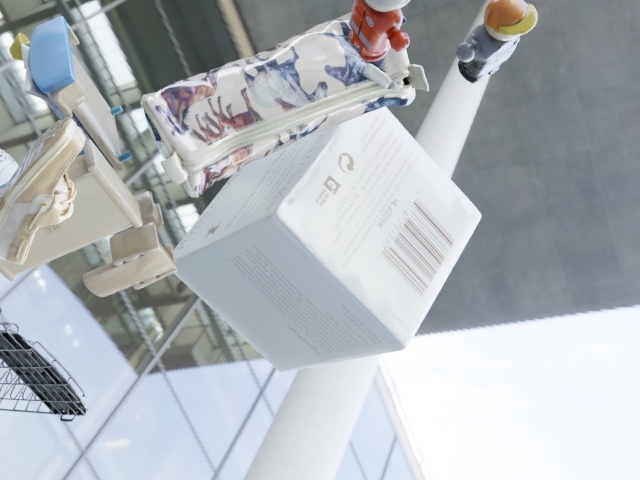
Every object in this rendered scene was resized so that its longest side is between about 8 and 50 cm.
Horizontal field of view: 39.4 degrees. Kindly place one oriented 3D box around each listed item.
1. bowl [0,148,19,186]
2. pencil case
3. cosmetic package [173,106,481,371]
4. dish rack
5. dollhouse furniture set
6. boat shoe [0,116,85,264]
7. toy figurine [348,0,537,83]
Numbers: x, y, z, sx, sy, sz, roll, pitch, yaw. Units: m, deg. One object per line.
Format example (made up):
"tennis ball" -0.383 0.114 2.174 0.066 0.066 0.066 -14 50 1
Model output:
"bowl" -0.501 -0.072 1.378 0.080 0.170 0.170 8 -58 3
"pencil case" -0.057 -0.203 1.298 0.410 0.183 0.160 -25 -63 -13
"cosmetic package" 0.000 0.000 1.616 0.327 0.329 0.393 45 -34 -17
"dish rack" -0.437 0.158 1.192 0.271 0.074 0.208 -2 -43 28
"dollhouse furniture set" -0.373 -0.106 1.272 0.198 0.303 0.286 -22 -37 3
"boat shoe" -0.245 -0.039 0.787 0.059 0.063 0.170 33 -54 -22
"toy figurine" 0.141 -0.301 1.000 0.209 0.213 0.148 14 -21 -2
